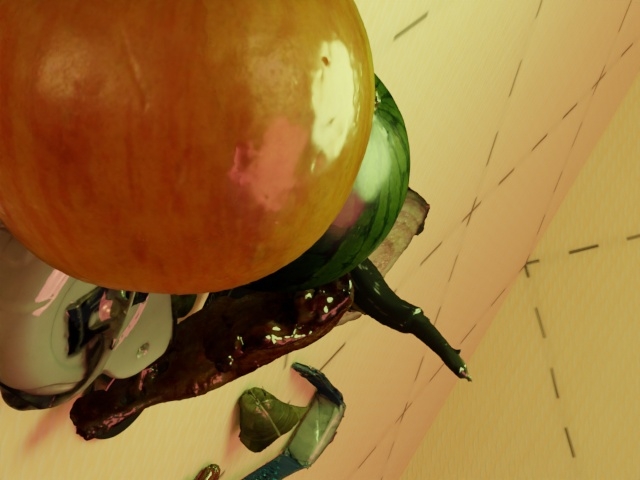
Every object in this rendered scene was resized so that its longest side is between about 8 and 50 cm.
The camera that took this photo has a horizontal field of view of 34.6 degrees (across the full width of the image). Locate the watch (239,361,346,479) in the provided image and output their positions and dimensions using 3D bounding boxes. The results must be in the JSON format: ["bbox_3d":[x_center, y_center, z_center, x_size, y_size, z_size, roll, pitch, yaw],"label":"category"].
[{"bbox_3d":[-0.060,0.355,1.765,0.276,0.068,0.274,-56,161,-8],"label":"watch"}]

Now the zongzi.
[{"bbox_3d":[-0.066,0.242,1.576,0.130,0.062,0.154,-26,138,-29],"label":"zongzi"}]

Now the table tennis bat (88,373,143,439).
[{"bbox_3d":[-0.226,0.156,1.141,0.130,0.019,0.220,-54,162,-16],"label":"table tennis bat"}]

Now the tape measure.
[{"bbox_3d":[-0.211,0.040,0.866,0.197,0.120,0.236,-38,147,-42],"label":"tape measure"}]

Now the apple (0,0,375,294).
[{"bbox_3d":[-0.101,-0.092,0.702,0.286,0.286,0.233,-24,119,-59],"label":"apple"}]

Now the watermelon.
[{"bbox_3d":[-0.034,-0.069,0.959,0.242,0.242,0.242,-49,158,-27],"label":"watermelon"}]

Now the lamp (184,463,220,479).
[{"bbox_3d":[-0.179,0.367,1.551,0.083,0.031,0.063,-39,154,-52],"label":"lamp"}]

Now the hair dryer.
[{"bbox_3d":[0.013,0.070,1.112,0.120,0.359,0.303,17,107,-53],"label":"hair dryer"}]

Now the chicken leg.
[{"bbox_3d":[-0.105,0.114,1.058,0.323,0.083,0.177,-25,-172,25],"label":"chicken leg"}]

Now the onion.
[{"bbox_3d":[0.000,0.000,1.359,0.248,0.111,0.250,1,132,-43],"label":"onion"}]

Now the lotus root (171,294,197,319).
[{"bbox_3d":[-0.159,0.049,1.103,0.054,0.049,0.099,-45,154,-32],"label":"lotus root"}]
